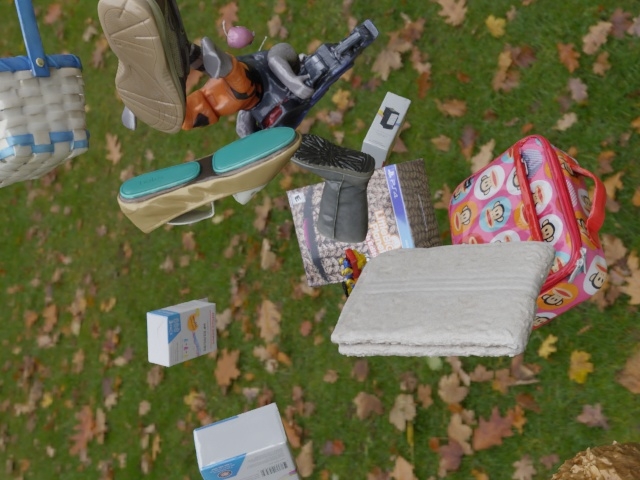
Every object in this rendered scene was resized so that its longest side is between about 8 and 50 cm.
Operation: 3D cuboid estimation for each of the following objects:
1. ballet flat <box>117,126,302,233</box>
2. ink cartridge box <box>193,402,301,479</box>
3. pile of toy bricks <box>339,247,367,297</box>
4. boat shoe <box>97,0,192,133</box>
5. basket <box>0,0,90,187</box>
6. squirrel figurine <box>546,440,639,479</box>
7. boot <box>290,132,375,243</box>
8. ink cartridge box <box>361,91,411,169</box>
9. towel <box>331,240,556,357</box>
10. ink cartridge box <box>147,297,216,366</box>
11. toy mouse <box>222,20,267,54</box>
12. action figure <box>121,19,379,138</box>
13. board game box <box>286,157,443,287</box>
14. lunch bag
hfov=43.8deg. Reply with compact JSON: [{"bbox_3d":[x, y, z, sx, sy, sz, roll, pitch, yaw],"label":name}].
[{"bbox_3d":[-0.124,-0.069,0.946,0.232,0.073,0.080,-17,35,8],"label":"ballet flat"},{"bbox_3d":[-0.070,0.232,0.815,0.052,0.088,0.122,-113,8,-47],"label":"ink cartridge box"},{"bbox_3d":[0.106,0.099,1.411,0.212,0.105,0.118,78,168,-49],"label":"pile of toy bricks"},{"bbox_3d":[-0.209,-0.239,1.018,0.103,0.285,0.092,22,67,9],"label":"boat shoe"},{"bbox_3d":[-0.474,-0.239,1.187,0.255,0.201,0.289,-20,83,45],"label":"basket"},{"bbox_3d":[0.383,0.491,1.263,0.370,0.397,0.281,-29,48,14],"label":"squirrel figurine"},{"bbox_3d":[0.013,-0.093,1.508,0.208,0.190,0.076,99,-164,-57],"label":"boot"},{"bbox_3d":[0.177,-0.297,2.179,0.127,0.072,0.175,97,-162,-68],"label":"ink cartridge box"},{"bbox_3d":[0.162,0.081,1.074,0.282,0.049,0.187,-4,40,35],"label":"towel"},{"bbox_3d":[-0.273,0.186,1.653,0.062,0.181,0.104,6,100,33],"label":"ink cartridge box"},{"bbox_3d":[-0.131,-0.332,1.433,0.031,0.143,0.161,23,138,33],"label":"toy mouse"},{"bbox_3d":[-0.089,-0.261,1.194,0.341,0.330,0.178,-38,75,34],"label":"action figure"},{"bbox_3d":[0.101,-0.036,1.780,0.291,0.141,0.232,-12,93,34],"label":"board game box"},{"bbox_3d":[0.340,-0.017,1.276,0.258,0.120,0.293,-37,41,35],"label":"lunch bag"}]
